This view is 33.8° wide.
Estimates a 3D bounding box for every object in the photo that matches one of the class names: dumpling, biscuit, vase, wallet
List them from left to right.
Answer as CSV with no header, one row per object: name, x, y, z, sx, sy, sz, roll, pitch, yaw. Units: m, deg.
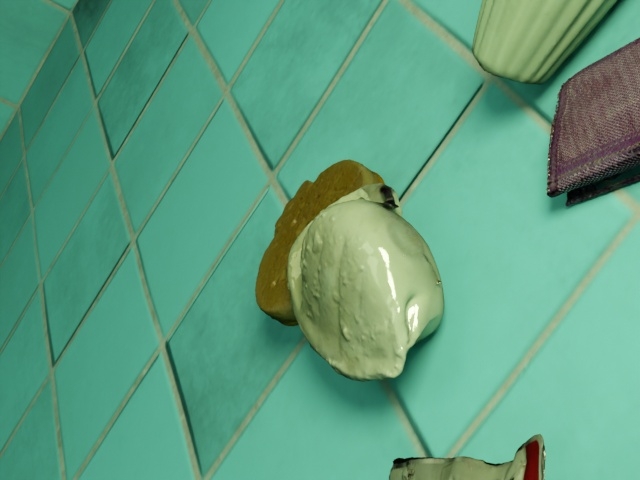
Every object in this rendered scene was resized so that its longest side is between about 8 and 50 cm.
biscuit,0.003,0.002,1.003,0.170,0.050,0.170,-42,27,28
dumpling,0.034,0.039,0.864,0.150,0.092,0.176,-45,65,40
vase,0.196,-0.237,0.797,0.248,0.128,0.128,-64,28,21
wallet,0.226,-0.099,0.732,0.166,0.030,0.111,-26,49,49

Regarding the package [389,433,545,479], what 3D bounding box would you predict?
package,0.078,0.210,0.690,0.239,0.030,0.154,142,147,-64
